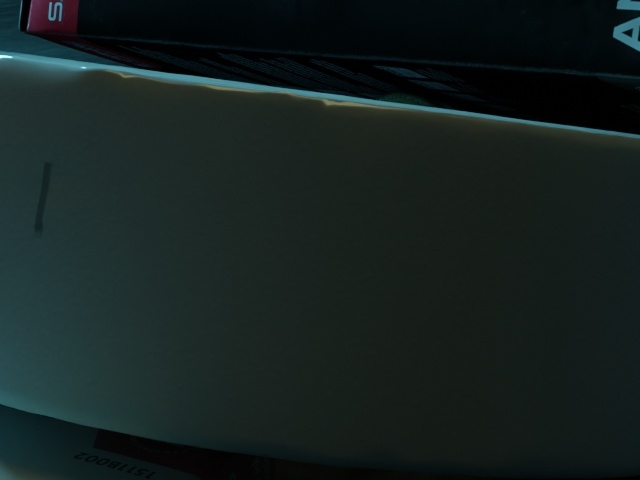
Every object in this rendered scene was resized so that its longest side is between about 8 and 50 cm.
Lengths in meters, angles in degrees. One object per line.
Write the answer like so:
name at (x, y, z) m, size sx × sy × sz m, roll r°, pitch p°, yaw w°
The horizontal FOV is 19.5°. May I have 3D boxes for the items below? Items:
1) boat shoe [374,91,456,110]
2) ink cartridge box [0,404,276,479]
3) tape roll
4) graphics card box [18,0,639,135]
boat shoe at (0.043, -0.034, 0.869) m, size 0.080 × 0.073 × 0.223 m, roll -5°, pitch 18°, yaw 2°
ink cartridge box at (-0.111, 0.104, 0.507) m, size 0.115 × 0.067 × 0.198 m, roll 9°, pitch 22°, yaw 30°
tape roll at (0.000, 0.000, 0.623) m, size 0.286 × 0.100 × 0.286 m, roll 8°, pitch 5°, yaw -1°
graphics card box at (0.066, -0.111, 0.909) m, size 0.371 × 0.094 × 0.233 m, roll 10°, pitch -1°, yaw 37°
